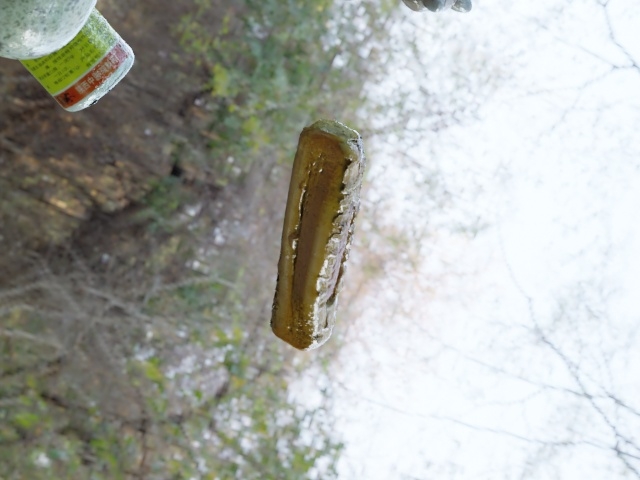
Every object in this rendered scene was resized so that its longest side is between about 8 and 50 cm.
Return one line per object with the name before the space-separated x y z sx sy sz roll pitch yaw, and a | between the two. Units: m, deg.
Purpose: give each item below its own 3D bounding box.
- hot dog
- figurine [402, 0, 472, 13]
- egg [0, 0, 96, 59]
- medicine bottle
hot dog | -0.001 -0.001 1.268 0.083 0.068 0.289 38 -43 28
figurine | -0.011 -0.356 1.132 0.203 0.380 0.248 137 -33 -58
egg | -0.302 -0.270 1.285 0.172 0.132 0.132 -44 -155 -3
medicine bottle | -0.397 -0.313 1.811 0.139 0.225 0.139 -34 -158 16
